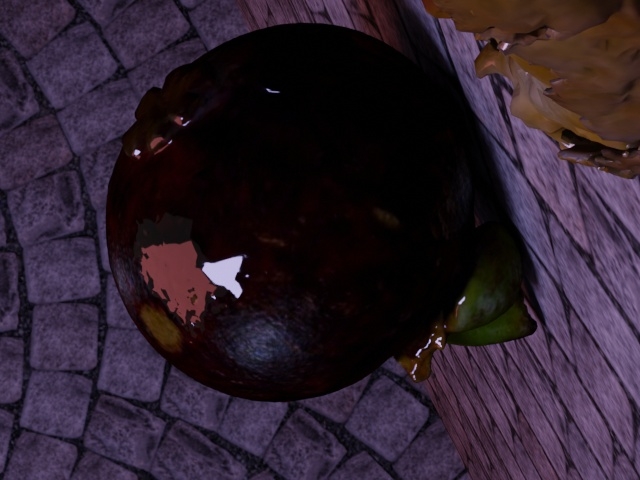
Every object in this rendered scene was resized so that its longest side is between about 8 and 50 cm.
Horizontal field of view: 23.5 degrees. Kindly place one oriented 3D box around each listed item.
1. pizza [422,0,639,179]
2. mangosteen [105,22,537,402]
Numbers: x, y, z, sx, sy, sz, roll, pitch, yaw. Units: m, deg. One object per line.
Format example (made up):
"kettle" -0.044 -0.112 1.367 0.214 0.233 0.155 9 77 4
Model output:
"pizza" 0.006 -0.127 0.497 0.435 0.080 0.392 31 -174 -17
"mangosteen" 0.000 0.000 1.228 0.359 0.306 0.306 43 -174 -25
